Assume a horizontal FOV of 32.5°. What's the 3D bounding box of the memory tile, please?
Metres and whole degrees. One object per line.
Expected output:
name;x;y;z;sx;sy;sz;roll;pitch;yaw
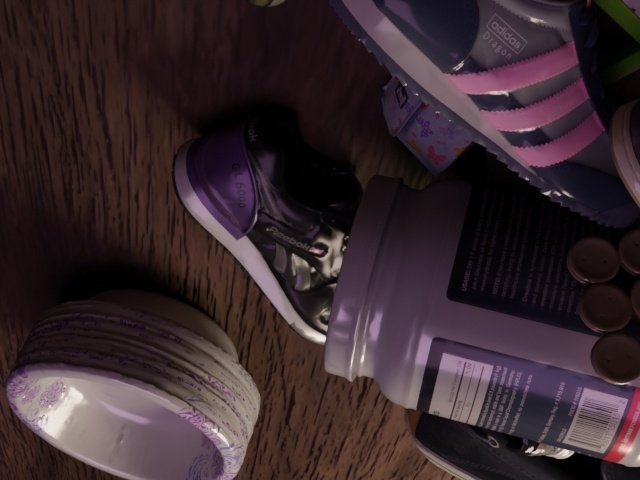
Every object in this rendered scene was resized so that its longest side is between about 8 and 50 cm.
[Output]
memory tile;0.254;0.040;0.773;0.148;0.113;0.012;-9;156;-2

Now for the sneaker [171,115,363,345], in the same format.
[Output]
sneaker;0.000;0.000;1.002;0.124;0.107;0.283;-20;131;34

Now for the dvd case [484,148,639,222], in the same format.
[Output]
dvd case;0.232;-0.014;0.938;0.179;0.029;0.239;7;144;15

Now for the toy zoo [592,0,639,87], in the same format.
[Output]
toy zoo;0.221;-0.212;0.662;0.192;0.030;0.293;35;143;-23

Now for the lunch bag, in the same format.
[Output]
lunch bag;0.088;-0.103;0.853;0.083;0.053;0.071;48;143;5

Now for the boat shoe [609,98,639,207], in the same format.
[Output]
boat shoe;0.314;-0.011;0.718;0.285;0.103;0.092;37;142;-14

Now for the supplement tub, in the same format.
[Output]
supplement tub;0.155;0.058;0.879;0.272;0.191;0.191;14;146;7

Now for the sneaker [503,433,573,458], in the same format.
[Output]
sneaker;0.169;0.121;0.992;0.075;0.170;0.063;-3;151;-41

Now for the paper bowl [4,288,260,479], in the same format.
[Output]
paper bowl;-0.209;0.165;1.284;0.284;0.148;0.284;12;146;8

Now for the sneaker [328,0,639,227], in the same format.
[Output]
sneaker;0.149;-0.118;0.715;0.319;0.112;0.131;30;117;-36

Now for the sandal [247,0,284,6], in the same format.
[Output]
sandal;0.020;-0.256;0.643;0.086;0.120;0.303;1;154;-22

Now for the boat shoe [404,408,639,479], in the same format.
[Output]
boat shoe;0.313;0.211;1.053;0.500;0.187;0.156;21;141;21
